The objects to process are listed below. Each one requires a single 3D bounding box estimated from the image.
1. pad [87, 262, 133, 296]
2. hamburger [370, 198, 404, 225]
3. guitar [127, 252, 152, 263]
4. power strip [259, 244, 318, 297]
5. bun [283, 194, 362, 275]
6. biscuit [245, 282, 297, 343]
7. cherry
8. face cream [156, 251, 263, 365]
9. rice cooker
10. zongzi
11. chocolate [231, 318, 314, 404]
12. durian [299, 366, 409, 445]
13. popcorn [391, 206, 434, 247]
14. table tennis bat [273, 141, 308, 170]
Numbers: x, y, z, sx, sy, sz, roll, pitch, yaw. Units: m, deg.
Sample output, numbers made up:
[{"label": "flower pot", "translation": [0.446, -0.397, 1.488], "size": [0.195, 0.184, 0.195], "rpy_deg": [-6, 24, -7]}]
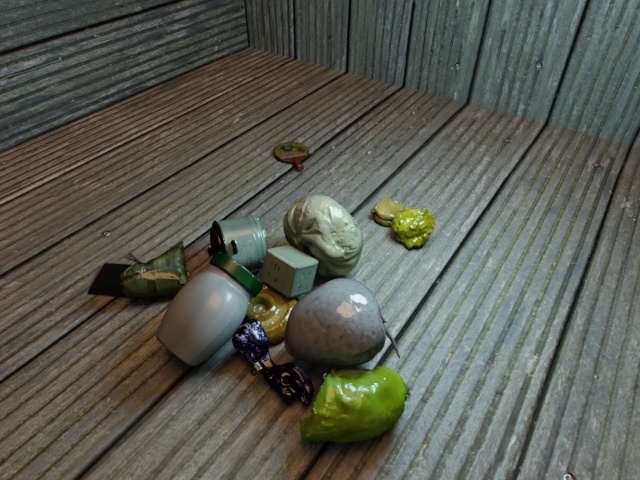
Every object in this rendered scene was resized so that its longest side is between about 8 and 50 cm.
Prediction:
[{"label": "pad", "translation": [-0.802, 0.160, 1.910], "size": [0.243, 0.004, 0.164], "rpy_deg": [3, 47, 8]}, {"label": "hamburger", "translation": [0.319, -0.131, 2.218], "size": [0.147, 0.083, 0.138], "rpy_deg": [24, 42, 22]}, {"label": "guitar", "translation": [-0.736, 0.104, 1.980], "size": [0.233, 0.025, 0.088], "rpy_deg": [27, 52, 27]}, {"label": "power strip", "translation": [-0.139, 0.103, 1.805], "size": [0.224, 0.140, 0.139], "rpy_deg": [28, 25, 33]}, {"label": "bun", "translation": [0.000, 0.000, 1.881], "size": [0.359, 0.360, 0.211], "rpy_deg": [28, 55, 28]}, {"label": "biscuit", "translation": [-0.200, 0.249, 1.768], "size": [0.274, 0.091, 0.213], "rpy_deg": [28, 50, 32]}, {"label": "cherry", "translation": [0.059, 0.278, 1.529], "size": [0.335, 0.291, 0.326], "rpy_deg": [-16, 13, -25]}, {"label": "face cream", "translation": [-0.386, 0.236, 1.621], "size": [0.357, 0.219, 0.312], "rpy_deg": [-53, 26, -16]}, {"label": "rice cooker", "translation": [-0.346, 0.025, 1.918], "size": [0.227, 0.241, 0.280], "rpy_deg": [-12, 5, -21]}, {"label": "zongzi", "translation": [-0.663, 0.102, 1.873], "size": [0.250, 0.125, 0.274], "rpy_deg": [0, 47, -21]}, {"label": "chocolate", "translation": [-0.162, 0.420, 1.555], "size": [0.343, 0.126, 0.148], "rpy_deg": [42, 41, 24]}, {"label": "durian", "translation": [0.108, 0.482, 1.419], "size": [0.339, 0.204, 0.256], "rpy_deg": [-1, 28, 2]}, {"label": "popcorn", "translation": [0.417, -0.066, 2.098], "size": [0.197, 0.156, 0.197], "rpy_deg": [-16, 30, 9]}, {"label": "table tennis bat", "translation": [-0.155, -0.479, 2.656], "size": [0.200, 0.038, 0.310], "rpy_deg": [-13, 39, -13]}]
